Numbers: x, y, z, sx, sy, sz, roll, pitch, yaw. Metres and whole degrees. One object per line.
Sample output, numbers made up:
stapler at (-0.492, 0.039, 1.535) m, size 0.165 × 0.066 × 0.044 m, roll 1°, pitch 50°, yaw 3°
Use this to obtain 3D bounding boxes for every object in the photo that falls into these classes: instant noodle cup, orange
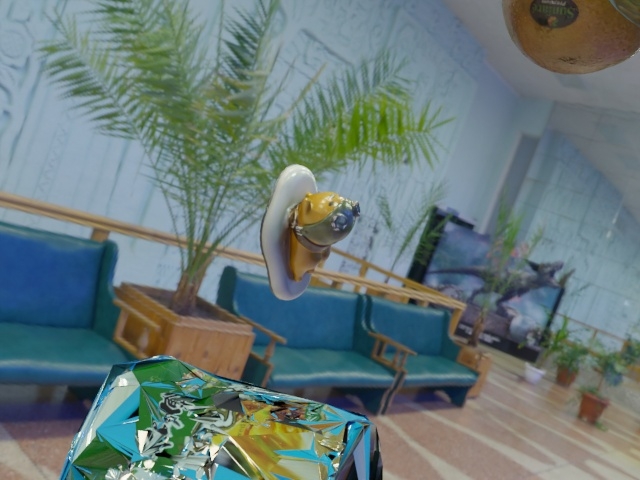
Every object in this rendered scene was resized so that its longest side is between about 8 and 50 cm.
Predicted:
instant noodle cup at (-0.059, 0.210, 0.467) m, size 0.178 × 0.240 × 0.240 m, roll 3°, pitch -3°, yaw 18°
orange at (0.432, -0.414, 1.031) m, size 0.274 × 0.274 × 0.274 m, roll 21°, pitch 3°, yaw -1°

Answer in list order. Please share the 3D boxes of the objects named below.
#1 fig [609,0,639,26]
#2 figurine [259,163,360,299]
fig at (0.399, -0.315, 0.585) m, size 0.206 × 0.275 × 0.206 m, roll 48°, pitch -21°, yaw 24°
figurine at (0.000, 0.000, 1.099) m, size 0.141 × 0.249 × 0.167 m, roll 13°, pitch 27°, yaw 30°
